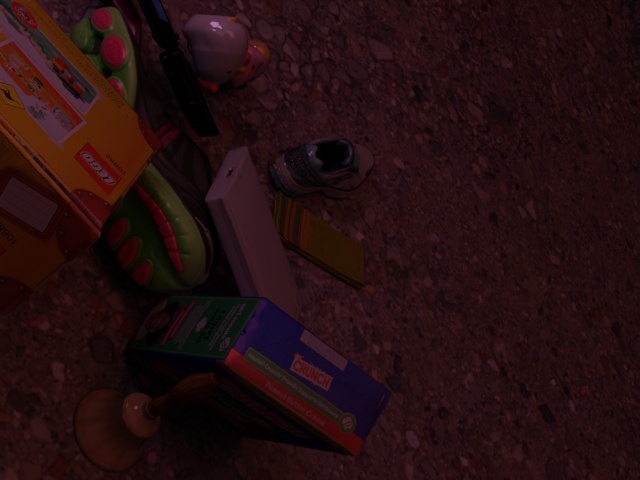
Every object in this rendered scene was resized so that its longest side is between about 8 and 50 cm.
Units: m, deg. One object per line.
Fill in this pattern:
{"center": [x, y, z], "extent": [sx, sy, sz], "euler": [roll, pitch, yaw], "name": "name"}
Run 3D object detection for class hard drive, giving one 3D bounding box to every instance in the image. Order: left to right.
{"center": [-0.105, 0.023, 2.049], "extent": [0.203, 0.040, 0.308], "euler": [-74, 148, -61], "name": "hard drive"}

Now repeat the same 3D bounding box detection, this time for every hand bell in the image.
{"center": [-0.224, 0.234, 1.737], "extent": [0.126, 0.242, 0.126], "euler": [28, 49, -37], "name": "hand bell"}

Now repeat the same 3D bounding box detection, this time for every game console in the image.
{"center": [-0.257, -0.340, 2.040], "extent": [0.213, 0.044, 0.361], "euler": [134, -68, -89], "name": "game console"}

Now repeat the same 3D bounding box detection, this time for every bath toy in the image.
{"center": [-0.163, -0.318, 2.133], "extent": [0.348, 0.151, 0.129], "euler": [-96, -169, -83], "name": "bath toy"}

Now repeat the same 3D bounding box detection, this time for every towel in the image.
{"center": [0.000, 0.000, 2.328], "extent": [0.237, 0.021, 0.102], "euler": [32, 47, -33], "name": "towel"}

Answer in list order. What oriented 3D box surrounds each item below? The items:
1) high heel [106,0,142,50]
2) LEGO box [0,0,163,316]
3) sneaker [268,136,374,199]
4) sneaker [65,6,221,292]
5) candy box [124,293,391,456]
{"center": [-0.365, -0.394, 2.129], "extent": [0.117, 0.082, 0.244], "euler": [3, 78, -10], "name": "high heel"}
{"center": [-0.475, -0.202, 1.652], "extent": [0.500, 0.193, 0.372], "euler": [49, 19, -12], "name": "LEGO box"}
{"center": [0.034, -0.146, 2.374], "extent": [0.283, 0.122, 0.110], "euler": [-15, 79, -52], "name": "sneaker"}
{"center": [-0.294, -0.140, 1.983], "extent": [0.202, 0.185, 0.483], "euler": [3, 66, -70], "name": "sneaker"}
{"center": [-0.099, 0.196, 1.835], "extent": [0.268, 0.317, 0.122], "euler": [40, 66, -26], "name": "candy box"}
